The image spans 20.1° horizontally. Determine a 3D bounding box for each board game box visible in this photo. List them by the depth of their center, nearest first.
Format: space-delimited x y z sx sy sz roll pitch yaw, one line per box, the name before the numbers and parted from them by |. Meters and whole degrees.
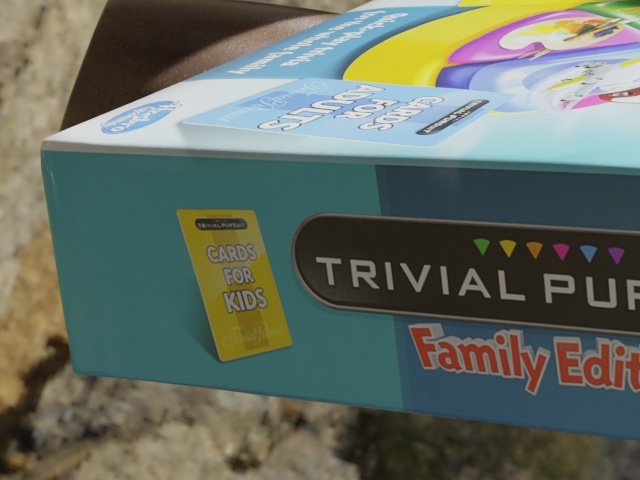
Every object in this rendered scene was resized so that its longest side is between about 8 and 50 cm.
board game box | 0.127 -0.024 0.551 0.254 0.336 0.079 -33 120 -54

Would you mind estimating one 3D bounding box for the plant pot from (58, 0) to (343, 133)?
plant pot | -0.054 -0.076 1.230 0.215 0.230 0.215 -160 -90 -84
